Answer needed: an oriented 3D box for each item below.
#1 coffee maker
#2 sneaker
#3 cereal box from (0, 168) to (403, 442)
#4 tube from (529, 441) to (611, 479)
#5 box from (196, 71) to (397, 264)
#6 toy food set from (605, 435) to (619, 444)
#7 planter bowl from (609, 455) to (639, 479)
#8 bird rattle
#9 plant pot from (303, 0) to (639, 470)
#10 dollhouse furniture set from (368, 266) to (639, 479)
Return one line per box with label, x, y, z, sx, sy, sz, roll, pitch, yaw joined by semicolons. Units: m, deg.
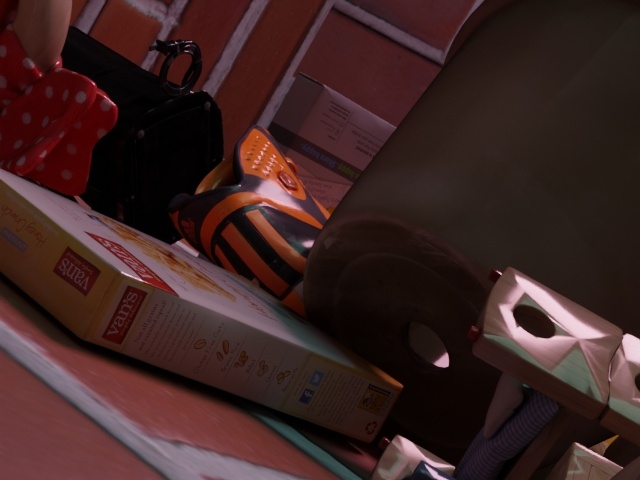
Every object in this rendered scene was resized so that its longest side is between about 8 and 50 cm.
coffee maker;-0.166;-0.102;1.365;0.178;0.171;0.120;30;19;34
sneaker;0.000;0.000;1.342;0.180;0.124;0.321;49;9;19
cereal box;-0.085;0.035;1.008;0.173;0.047;0.240;33;4;43
tube;0.141;0.148;1.261;0.240;0.062;0.070;24;-36;-19
box;-0.007;-0.025;1.436;0.145;0.186;0.038;27;4;-44
toy food set;0.242;0.191;1.448;0.128;0.071;0.218;-16;26;-36
planter bowl;0.132;0.138;0.569;0.162;0.162;0.109;29;-24;-15
bird rattle;-0.248;-0.150;1.255;0.253;0.207;0.143;20;14;41
plant pot;0.151;0.005;1.128;0.323;0.323;0.280;28;46;31
dollhouse furniture set;0.087;0.128;0.759;0.129;0.129;0.184;29;33;0
